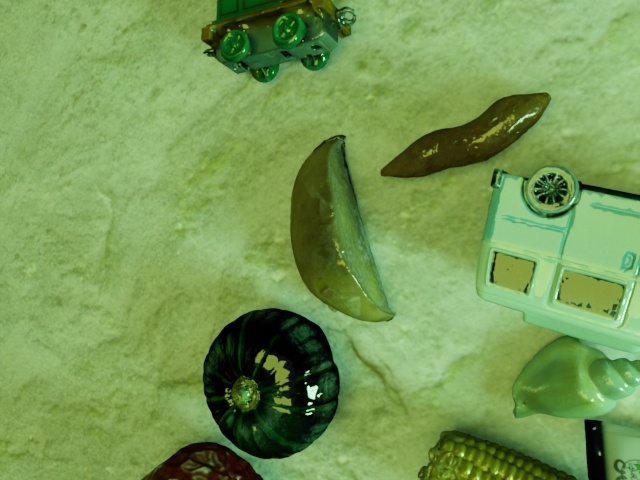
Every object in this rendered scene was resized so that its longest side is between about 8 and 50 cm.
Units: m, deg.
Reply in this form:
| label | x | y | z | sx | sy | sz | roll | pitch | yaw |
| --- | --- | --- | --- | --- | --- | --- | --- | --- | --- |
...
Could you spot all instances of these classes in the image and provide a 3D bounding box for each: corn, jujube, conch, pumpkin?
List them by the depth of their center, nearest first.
| label | x | y | z | sx | sy | sz | roll | pitch | yaw |
| --- | --- | --- | --- | --- | --- | --- | --- | --- | --- |
| corn | 0.270 | 0.323 | 0.641 | 0.345 | 0.131 | 0.131 | 24 | 104 | 24 |
| conch | 0.288 | 0.154 | 0.653 | 0.180 | 0.065 | 0.088 | -28 | 83 | 33 |
| pumpkin | -0.069 | 0.191 | 0.788 | 0.202 | 0.140 | 0.201 | 1 | 91 | 27 |
| jujube | -0.159 | 0.406 | 0.807 | 0.213 | 0.213 | 0.232 | -47 | 74 | 21 |

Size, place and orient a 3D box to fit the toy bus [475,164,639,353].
| label | x | y | z | sx | sy | sz | roll | pitch | yaw |
| --- | --- | --- | --- | --- | --- | --- | --- | --- | --- |
| toy bus | 0.304 | 0.025 | 0.597 | 0.271 | 0.133 | 0.164 | 16 | 97 | 24 |

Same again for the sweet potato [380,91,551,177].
| label | x | y | z | sx | sy | sz | roll | pitch | yaw |
| --- | --- | --- | --- | --- | --- | --- | --- | --- | --- |
| sweet potato | 0.167 | -0.115 | 0.696 | 0.218 | 0.051 | 0.065 | -23 | 42 | 25 |

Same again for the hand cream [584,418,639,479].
| label | x | y | z | sx | sy | sz | roll | pitch | yaw |
| --- | --- | --- | --- | --- | --- | --- | --- | --- | --- |
| hand cream | 0.438 | 0.256 | 0.564 | 0.336 | 0.121 | 0.076 | 5 | 135 | 18 |

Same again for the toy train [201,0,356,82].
| label | x | y | z | sx | sy | sz | roll | pitch | yaw |
| --- | --- | --- | --- | --- | --- | --- | --- | --- | --- |
| toy train | -0.061 | -0.294 | 0.777 | 0.228 | 0.091 | 0.136 | -7 | 80 | 26 |

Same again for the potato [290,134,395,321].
| label | x | y | z | sx | sy | sz | roll | pitch | yaw |
| --- | --- | --- | --- | --- | --- | --- | --- | --- | --- |
| potato | -0.002 | -0.002 | 0.762 | 0.120 | 0.100 | 0.261 | -19 | 85 | 25 |
